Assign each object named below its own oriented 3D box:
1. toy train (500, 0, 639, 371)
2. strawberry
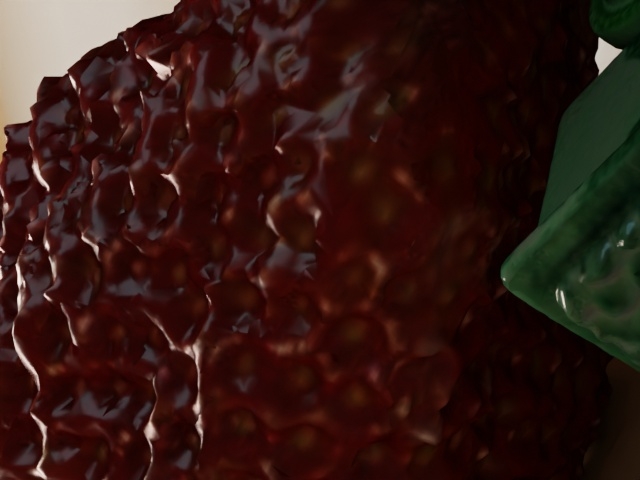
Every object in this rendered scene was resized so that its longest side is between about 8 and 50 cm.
[{"bbox_3d":[0.178,-0.074,0.540,0.266,0.145,0.202,-49,15,39],"label":"toy train"},{"bbox_3d":[0.000,0.000,0.740,0.312,0.267,0.351,-58,-9,-39],"label":"strawberry"}]
